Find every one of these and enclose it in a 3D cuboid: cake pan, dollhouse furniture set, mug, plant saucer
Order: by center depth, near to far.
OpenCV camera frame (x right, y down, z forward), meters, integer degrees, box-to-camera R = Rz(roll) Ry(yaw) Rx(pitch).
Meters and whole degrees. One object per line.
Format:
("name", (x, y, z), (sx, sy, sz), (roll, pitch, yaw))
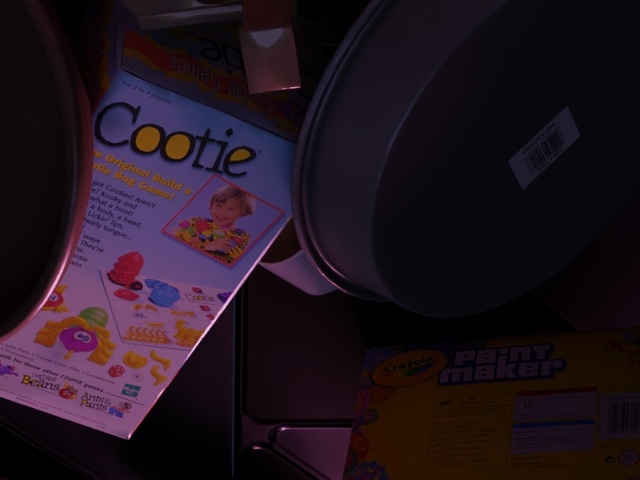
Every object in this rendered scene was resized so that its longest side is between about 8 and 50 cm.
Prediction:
("dollhouse furniture set", (-0.073, -0.194, 0.972), (0.101, 0.182, 0.161), (-7, 132, 3))
("plant saucer", (-0.233, -0.071, 1.065), (0.278, 0.041, 0.278), (11, 109, 35))
("cake pan", (0.115, -0.070, 1.079), (0.293, 0.054, 0.293), (-26, 139, -25))
("mug", (-0.002, 0.003, 1.235), (0.078, 0.062, 0.064), (-22, 137, 24))

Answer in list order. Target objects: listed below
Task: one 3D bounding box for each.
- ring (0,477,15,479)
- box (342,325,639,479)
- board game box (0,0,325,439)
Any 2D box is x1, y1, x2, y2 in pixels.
("ring", (-0.286, 0.304, 1.502), (0.337, 0.032, 0.336), (-2, 131, -2))
("box", (0.193, 0.223, 1.324), (0.290, 0.177, 0.279), (-5, 132, 17))
("board game box", (-0.123, -0.027, 1.144), (0.144, 0.142, 0.275), (22, 127, -22))
